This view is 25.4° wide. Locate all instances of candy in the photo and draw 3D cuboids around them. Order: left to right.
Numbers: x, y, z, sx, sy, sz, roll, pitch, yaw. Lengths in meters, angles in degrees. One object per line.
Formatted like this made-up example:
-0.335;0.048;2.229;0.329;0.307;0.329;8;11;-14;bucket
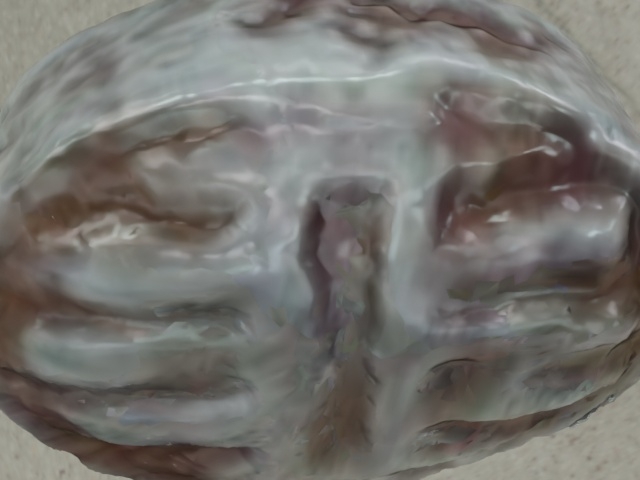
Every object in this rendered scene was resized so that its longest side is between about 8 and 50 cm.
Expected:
0.000;0.000;0.585;0.289;0.214;0.157;-2;36;-6;candy
